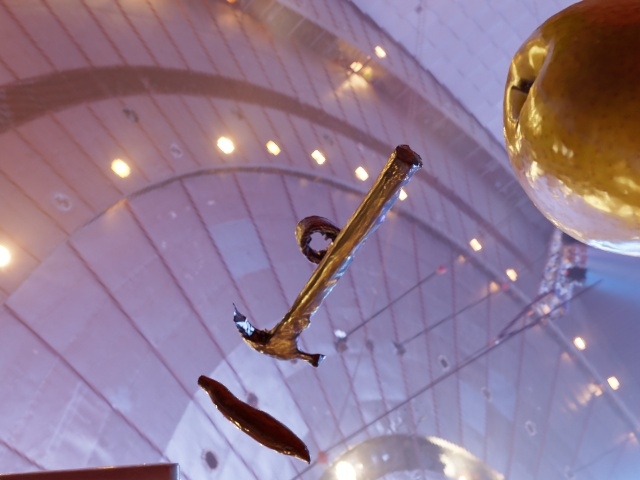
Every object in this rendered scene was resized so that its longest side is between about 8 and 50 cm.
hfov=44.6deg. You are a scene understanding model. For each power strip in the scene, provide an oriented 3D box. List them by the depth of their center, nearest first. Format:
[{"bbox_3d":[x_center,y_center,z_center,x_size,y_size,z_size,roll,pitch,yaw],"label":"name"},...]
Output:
[{"bbox_3d":[-0.382,0.337,1.044,0.386,0.091,0.062,4,-106,-28],"label":"power strip"}]

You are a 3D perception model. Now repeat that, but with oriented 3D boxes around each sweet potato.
[{"bbox_3d":[-0.124,0.322,1.401,0.265,0.057,0.057,30,-155,19],"label":"sweet potato"}]

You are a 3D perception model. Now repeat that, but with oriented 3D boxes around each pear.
[{"bbox_3d":[0.434,-0.145,0.974,0.419,0.362,0.362,10,-136,-15],"label":"pear"}]

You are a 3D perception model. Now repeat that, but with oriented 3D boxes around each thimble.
[{"bbox_3d":[-0.002,0.000,1.641,0.104,0.095,0.066,13,-163,-22],"label":"thimble"}]

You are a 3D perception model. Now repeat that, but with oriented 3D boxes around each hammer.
[{"bbox_3d":[0.013,0.024,0.768,0.125,0.297,0.027,21,-142,-20],"label":"hammer"}]
